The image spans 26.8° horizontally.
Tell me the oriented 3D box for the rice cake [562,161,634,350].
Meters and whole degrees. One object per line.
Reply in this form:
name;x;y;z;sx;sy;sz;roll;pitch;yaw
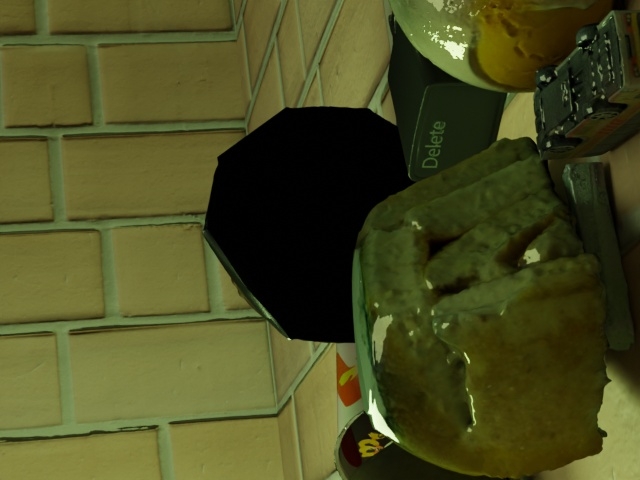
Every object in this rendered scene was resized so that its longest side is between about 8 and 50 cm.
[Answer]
rice cake;0.301;0.016;1.443;0.034;0.043;0.210;86;176;-73

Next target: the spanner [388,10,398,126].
spanner;0.130;-0.267;2.250;0.054;0.015;0.254;-173;80;-80

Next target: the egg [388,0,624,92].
egg;0.167;-0.301;1.466;0.337;0.201;0.337;45;145;46

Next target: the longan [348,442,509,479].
longan;0.148;0.396;1.794;0.300;0.243;0.300;170;90;-89

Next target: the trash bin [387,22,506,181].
trash bin;0.164;-0.214;1.869;0.225;0.115;0.165;-104;17;-48

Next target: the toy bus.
toy bus;0.284;-0.148;1.333;0.268;0.106;0.092;126;139;-75

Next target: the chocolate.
chocolate;0.000;0.000;2.105;0.331;0.384;0.383;130;135;-72

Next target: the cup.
cup;0.103;0.245;2.144;0.288;0.203;0.203;-99;11;-59

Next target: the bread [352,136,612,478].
bread;0.157;0.063;1.500;0.395;0.264;0.239;-101;-2;-57
